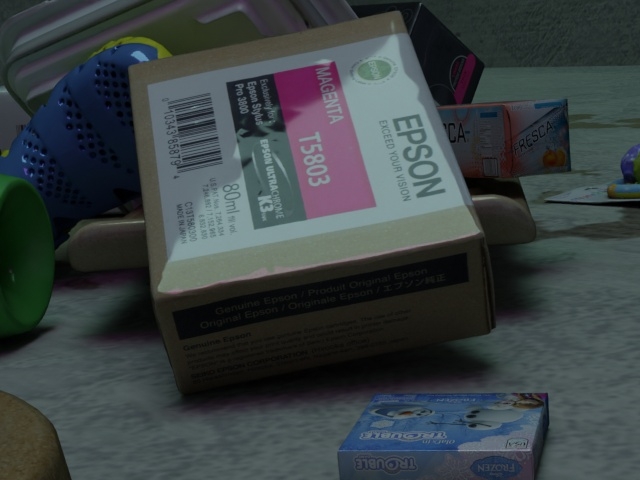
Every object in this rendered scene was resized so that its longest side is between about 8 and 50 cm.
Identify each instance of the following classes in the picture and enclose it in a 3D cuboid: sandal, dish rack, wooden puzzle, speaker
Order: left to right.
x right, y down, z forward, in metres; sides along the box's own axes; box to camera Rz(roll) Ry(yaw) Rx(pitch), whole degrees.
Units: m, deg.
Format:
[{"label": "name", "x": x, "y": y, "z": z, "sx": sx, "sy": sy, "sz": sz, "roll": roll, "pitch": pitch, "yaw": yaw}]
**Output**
[{"label": "speaker", "x": -0.350, "y": 0.017, "z": 1.034, "sx": 0.297, "sy": 0.131, "sz": 0.131, "roll": -3, "pitch": 10, "yaw": 13}, {"label": "sandal", "x": -0.223, "y": -0.052, "z": 1.206, "sx": 0.317, "sy": 0.126, "sz": 0.138, "roll": -38, "pitch": 6, "yaw": 36}, {"label": "dish rack", "x": -0.106, "y": -0.118, "z": 1.278, "sx": 0.333, "sy": 0.285, "sz": 0.072, "roll": -18, "pitch": 40, "yaw": 29}, {"label": "wooden puzzle", "x": 0.000, "y": 0.000, "z": 1.125, "sx": 0.322, "sy": 0.080, "sz": 0.348, "roll": -3, "pitch": 5, "yaw": 6}]

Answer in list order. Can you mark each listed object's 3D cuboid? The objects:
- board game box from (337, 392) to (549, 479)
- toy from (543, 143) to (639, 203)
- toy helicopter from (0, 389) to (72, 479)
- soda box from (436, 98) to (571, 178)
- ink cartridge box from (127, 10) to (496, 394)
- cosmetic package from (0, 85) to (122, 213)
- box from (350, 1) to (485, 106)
[{"label": "board game box", "x": 0.062, "y": 0.094, "z": 0.691, "sx": 0.090, "sy": 0.020, "sz": 0.090, "roll": -2, "pitch": 11, "yaw": 14}, {"label": "toy", "x": 0.350, "y": -0.070, "z": 1.390, "sx": 0.137, "sy": 0.056, "sz": 0.237, "roll": -12, "pitch": 12, "yaw": -43}, {"label": "toy helicopter", "x": -0.222, "y": 0.135, "z": 0.401, "sx": 0.355, "sy": 0.140, "sz": 0.235, "roll": -26, "pitch": 30, "yaw": -37}, {"label": "soda box", "x": 0.122, "y": -0.081, "z": 1.150, "sx": 0.063, "sy": 0.058, "sz": 0.183, "roll": -7, "pitch": 7, "yaw": -27}, {"label": "ink cartridge box", "x": -0.014, "y": -0.032, "z": 0.898, "sx": 0.193, "sy": 0.088, "sz": 0.234, "roll": -13, "pitch": 43, "yaw": -2}, {"label": "cosmetic package", "x": -0.265, "y": -0.130, "z": 1.757, "sx": 0.217, "sy": 0.156, "sz": 0.385, "roll": -3, "pitch": 9, "yaw": 10}, {"label": "box", "x": 0.028, "y": -0.168, "z": 1.670, "sx": 0.270, "sy": 0.165, "sz": 0.143, "roll": 5, "pitch": -22, "yaw": 44}]
